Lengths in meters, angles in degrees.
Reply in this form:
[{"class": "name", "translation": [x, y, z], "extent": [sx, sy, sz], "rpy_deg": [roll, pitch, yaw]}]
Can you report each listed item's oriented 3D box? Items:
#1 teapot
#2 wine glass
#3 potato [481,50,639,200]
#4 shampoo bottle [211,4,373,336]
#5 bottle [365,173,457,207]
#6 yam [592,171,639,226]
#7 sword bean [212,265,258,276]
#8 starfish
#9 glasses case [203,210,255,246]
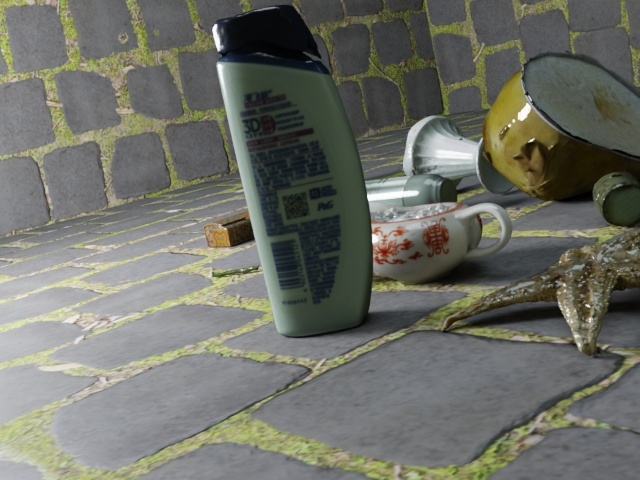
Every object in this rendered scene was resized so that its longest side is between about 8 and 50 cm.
[{"class": "teapot", "translation": [0.137, -0.005, 1.122], "extent": [0.245, 0.116, 0.159], "rpy_deg": [-8, -2, 37]}, {"class": "wine glass", "translation": [0.279, -0.162, 1.695], "extent": [0.165, 0.165, 0.196], "rpy_deg": [-20, 17, -36]}, {"class": "potato", "translation": [0.411, -0.170, 1.472], "extent": [0.300, 0.246, 0.196], "rpy_deg": [10, -38, -20]}, {"class": "shampoo bottle", "translation": [-0.021, -0.077, 0.979], "extent": [0.134, 0.359, 0.078], "rpy_deg": [-9, 10, 14]}, {"class": "bottle", "translation": [0.125, -0.068, 1.587], "extent": [0.254, 0.079, 0.096], "rpy_deg": [-3, 51, 42]}, {"class": "yam", "translation": [0.412, -0.061, 1.212], "extent": [0.070, 0.070, 0.146], "rpy_deg": [-10, 12, 15]}, {"class": "sword bean", "translation": [-0.137, 0.050, 1.419], "extent": [0.083, 0.012, 0.012], "rpy_deg": [-10, 10, 17]}, {"class": "starfish", "translation": [0.260, 0.041, 0.843], "extent": [0.295, 0.048, 0.231], "rpy_deg": [-20, 15, 3]}, {"class": "glasses case", "translation": [-0.130, -0.039, 1.793], "extent": [0.075, 0.049, 0.218], "rpy_deg": [-2, 14, 46]}]
